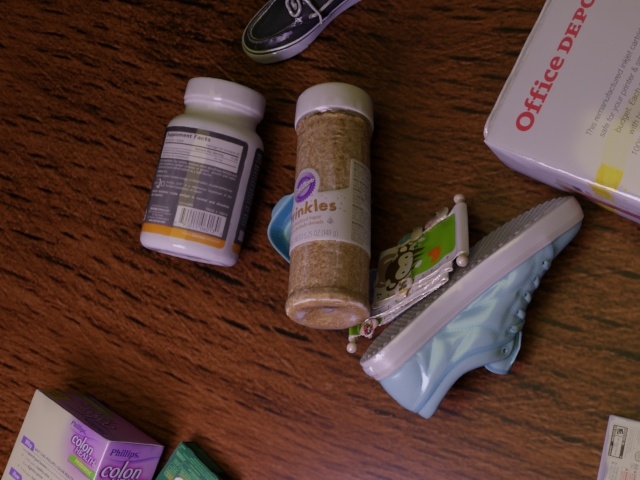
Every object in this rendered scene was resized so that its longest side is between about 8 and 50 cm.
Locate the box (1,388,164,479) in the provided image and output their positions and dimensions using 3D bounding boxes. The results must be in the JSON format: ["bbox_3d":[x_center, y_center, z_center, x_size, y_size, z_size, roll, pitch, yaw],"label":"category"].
[{"bbox_3d":[-0.397,0.393,1.387,0.213,0.117,0.243,20,89,40],"label":"box"}]

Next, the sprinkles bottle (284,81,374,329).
[{"bbox_3d":[0.017,-0.054,1.261,0.121,0.121,0.355,-10,61,24],"label":"sprinkles bottle"}]

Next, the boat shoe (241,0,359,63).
[{"bbox_3d":[-0.013,-0.400,1.400,0.306,0.105,0.113,-26,69,19],"label":"boat shoe"}]

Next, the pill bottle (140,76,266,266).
[{"bbox_3d":[-0.181,-0.107,1.388,0.162,0.162,0.279,9,83,27],"label":"pill bottle"}]

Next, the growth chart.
[{"bbox_3d":[0.123,0.042,1.236,0.237,0.021,0.172,-40,27,23],"label":"growth chart"}]

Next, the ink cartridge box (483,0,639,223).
[{"bbox_3d":[0.447,-0.163,1.094,0.384,0.160,0.279,28,91,28],"label":"ink cartridge box"}]

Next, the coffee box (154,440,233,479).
[{"bbox_3d":[-0.224,0.421,1.361,0.113,0.040,0.184,36,95,29],"label":"coffee box"}]

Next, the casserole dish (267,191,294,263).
[{"bbox_3d":[0.000,0.000,1.347,0.188,0.037,0.114,42,98,26],"label":"casserole dish"}]

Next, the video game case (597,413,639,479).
[{"bbox_3d":[0.421,0.312,1.085,0.143,0.019,0.157,10,83,27],"label":"video game case"}]

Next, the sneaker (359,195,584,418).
[{"bbox_3d":[0.233,0.096,1.184,0.366,0.135,0.150,-41,95,7],"label":"sneaker"}]
